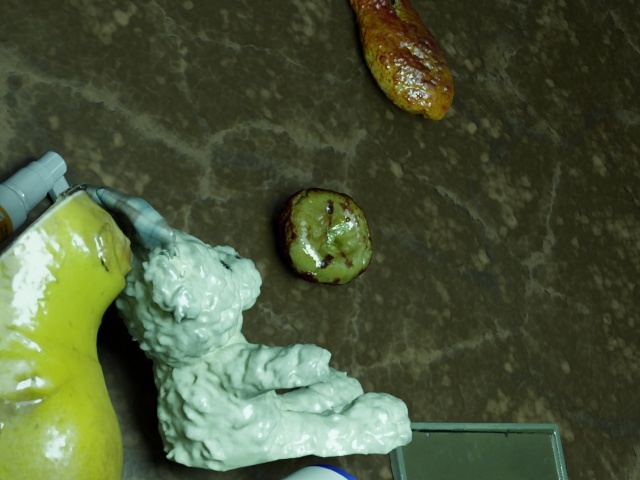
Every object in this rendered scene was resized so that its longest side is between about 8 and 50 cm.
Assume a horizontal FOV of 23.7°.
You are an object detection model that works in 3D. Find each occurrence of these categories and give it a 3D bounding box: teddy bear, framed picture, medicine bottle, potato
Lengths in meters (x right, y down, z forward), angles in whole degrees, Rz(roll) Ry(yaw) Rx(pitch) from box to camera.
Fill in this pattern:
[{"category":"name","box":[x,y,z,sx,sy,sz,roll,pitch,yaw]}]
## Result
[{"category":"teddy bear","box":[-0.088,0.090,1.862,0.375,0.327,0.362,-8,102,-25]},{"category":"framed picture","box":[0.238,0.371,2.160,0.315,0.024,0.232,6,66,-34]},{"category":"medicine bottle","box":[-0.387,-0.024,1.877,0.221,0.061,0.092,-48,124,-39]},{"category":"potato","box":[-0.306,0.181,1.670,0.296,0.290,0.397,46,65,-1]}]

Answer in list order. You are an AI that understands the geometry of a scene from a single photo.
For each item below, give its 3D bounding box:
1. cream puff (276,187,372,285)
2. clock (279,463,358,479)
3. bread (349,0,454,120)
[{"category":"cream puff","box":[0.000,0.000,2.119,0.149,0.084,0.149,12,66,-27]},{"category":"clock","box":[0.006,0.391,1.851,0.083,0.230,0.230,-20,82,-35]},{"category":"bread","box":[0.126,-0.305,2.340,0.139,0.095,0.269,2,64,-42]}]
